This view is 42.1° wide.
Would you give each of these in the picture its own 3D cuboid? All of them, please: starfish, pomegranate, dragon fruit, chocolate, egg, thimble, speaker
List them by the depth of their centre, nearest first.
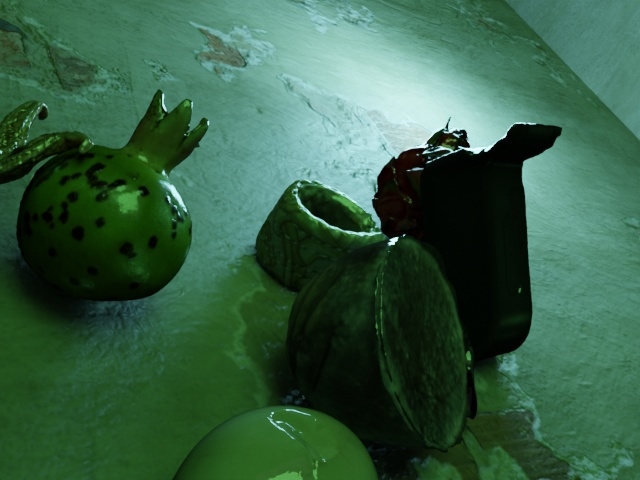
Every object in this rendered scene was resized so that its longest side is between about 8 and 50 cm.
[{"bbox_3d":[-0.050,0.289,0.890,0.219,0.219,0.269,44,22,17],"label":"egg"},{"bbox_3d":[-0.467,-0.102,1.045,0.375,0.094,0.327,-7,18,0],"label":"starfish"},{"bbox_3d":[-0.281,-0.057,1.120,0.231,0.231,0.285,19,69,-19],"label":"pomegranate"},{"bbox_3d":[0.064,0.155,1.159,0.303,0.213,0.303,31,53,-51],"label":"chocolate"},{"bbox_3d":[0.000,0.000,1.362,0.191,0.143,0.137,25,34,-10],"label":"thimble"},{"bbox_3d":[0.288,0.012,1.365,0.180,0.184,0.388,-6,93,-43],"label":"speaker"},{"bbox_3d":[0.224,-0.094,1.570,0.234,0.234,0.293,32,72,0],"label":"dragon fruit"}]
